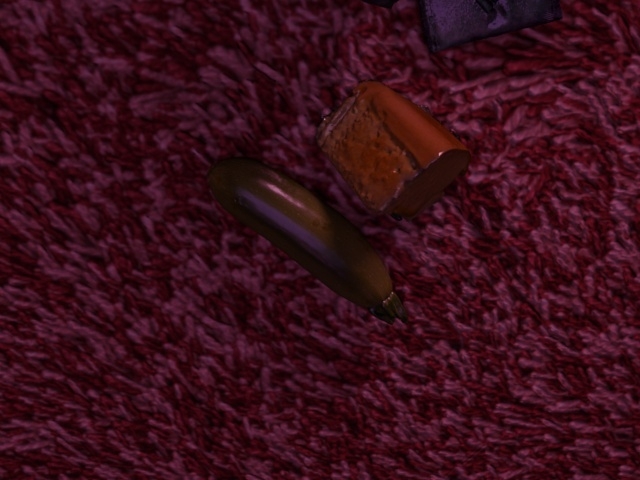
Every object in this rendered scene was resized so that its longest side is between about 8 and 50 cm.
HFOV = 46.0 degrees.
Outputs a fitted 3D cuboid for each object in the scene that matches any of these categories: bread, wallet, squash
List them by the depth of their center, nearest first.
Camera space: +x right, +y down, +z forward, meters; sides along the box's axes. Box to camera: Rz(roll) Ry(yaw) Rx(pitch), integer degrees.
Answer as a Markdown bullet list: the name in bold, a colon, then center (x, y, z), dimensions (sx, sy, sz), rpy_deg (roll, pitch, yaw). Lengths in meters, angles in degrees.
- **wallet**: center (0.196, -0.293, 0.887), dimensions (0.165, 0.030, 0.111), rpy_deg (-12, 118, 6)
- **bread**: center (0.100, -0.105, 0.957), dimensions (0.140, 0.169, 0.160), rpy_deg (-46, 148, 17)
- **squash**: center (0.000, 0.000, 0.983), dimensions (0.341, 0.094, 0.094), rpy_deg (38, 108, -14)

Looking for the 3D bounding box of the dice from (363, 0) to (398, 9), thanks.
- **dice**: center (0.035, -0.358, 0.770), dimensions (0.181, 0.182, 0.183), rpy_deg (21, 113, -12)
